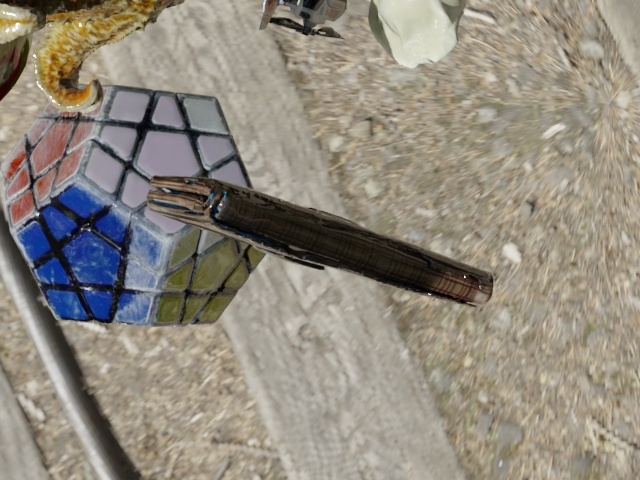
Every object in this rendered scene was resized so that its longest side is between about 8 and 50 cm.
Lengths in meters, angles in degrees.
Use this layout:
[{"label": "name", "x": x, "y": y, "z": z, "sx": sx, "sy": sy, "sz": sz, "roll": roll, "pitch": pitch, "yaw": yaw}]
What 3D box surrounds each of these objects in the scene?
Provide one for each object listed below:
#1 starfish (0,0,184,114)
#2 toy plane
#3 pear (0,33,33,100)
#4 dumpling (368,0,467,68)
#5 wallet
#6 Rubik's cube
[{"label": "starfish", "x": -0.113, "y": -0.208, "z": 0.969, "sx": 0.303, "sy": 0.312, "sz": 0.113, "roll": -30, "pitch": 89, "yaw": 9}, {"label": "toy plane", "x": -0.016, "y": -0.300, "z": 1.696, "sx": 0.053, "sy": 0.197, "sz": 0.078, "roll": 25, "pitch": 107, "yaw": 26}, {"label": "pear", "x": -0.380, "y": -0.234, "z": 1.084, "sx": 0.287, "sy": 0.375, "sz": 0.287, "roll": 0, "pitch": 60, "yaw": 0}, {"label": "dumpling", "x": 0.115, "y": -0.307, "z": 1.654, "sx": 0.111, "sy": 0.181, "sz": 0.155, "roll": 40, "pitch": 130, "yaw": -24}, {"label": "wallet", "x": 0.000, "y": 0.000, "z": 0.934, "sx": 0.230, "sy": 0.124, "sz": 0.042, "roll": 15, "pitch": 89, "yaw": -29}, {"label": "Rubik's cube", "x": -0.209, "y": -0.040, "z": 1.528, "sx": 0.319, "sy": 0.264, "sz": 0.319, "roll": 8, "pitch": 120, "yaw": 13}]
